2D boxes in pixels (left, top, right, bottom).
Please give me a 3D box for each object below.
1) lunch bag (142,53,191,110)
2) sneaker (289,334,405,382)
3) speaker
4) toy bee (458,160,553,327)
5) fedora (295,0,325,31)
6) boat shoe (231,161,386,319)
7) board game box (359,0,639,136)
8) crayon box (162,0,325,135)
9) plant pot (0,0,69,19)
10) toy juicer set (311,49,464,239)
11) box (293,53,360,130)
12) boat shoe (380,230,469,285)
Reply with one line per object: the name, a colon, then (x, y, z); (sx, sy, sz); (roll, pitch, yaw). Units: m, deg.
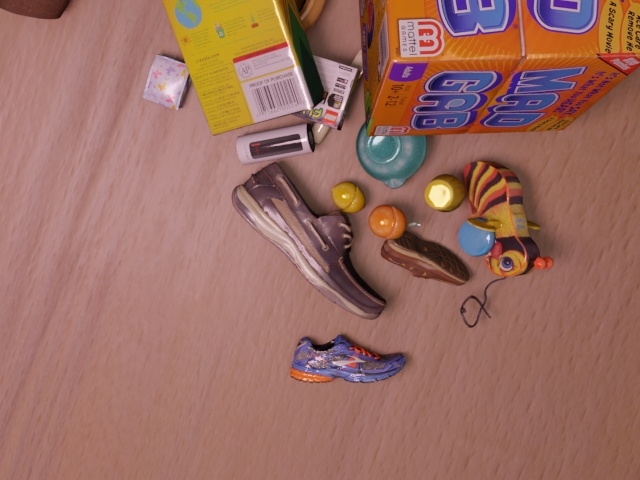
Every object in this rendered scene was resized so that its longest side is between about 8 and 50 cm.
lunch bag: (-0.272, -0.285, 1.461); (0.071, 0.053, 0.083); (18, 107, -3)
sneaker: (0.053, 0.223, 1.542); (0.221, 0.083, 0.087); (0, 91, -6)
speaker: (-0.082, -0.174, 1.471); (0.136, 0.055, 0.055); (-8, 99, 13)
toy bee: (0.347, 0.001, 1.480); (0.195, 0.162, 0.298); (-32, 113, -42)
fedora: (-0.079, -0.447, 1.432); (0.194, 0.079, 0.194); (0, 97, -2)
boat shoe: (0.000, 0.000, 1.478); (0.355, 0.132, 0.130); (43, 95, -9)
board game box: (0.253, -0.386, 1.274); (0.356, 0.356, 0.356); (-2, 81, -3)
crayon box: (-0.137, -0.357, 1.367); (0.202, 0.081, 0.318); (-11, 109, 23)
plant pot: (-0.475, -0.498, 1.358); (0.215, 0.215, 0.230); (14, 113, -5)
toy juicer set: (0.097, -0.153, 1.492); (0.209, 0.089, 0.329); (-36, 83, 21)
box: (-0.045, -0.282, 1.453); (0.207, 0.036, 0.114); (20, 98, 10)
boat shoe: (0.196, 0.040, 1.534); (0.178, 0.064, 0.060); (25, 130, -10)
